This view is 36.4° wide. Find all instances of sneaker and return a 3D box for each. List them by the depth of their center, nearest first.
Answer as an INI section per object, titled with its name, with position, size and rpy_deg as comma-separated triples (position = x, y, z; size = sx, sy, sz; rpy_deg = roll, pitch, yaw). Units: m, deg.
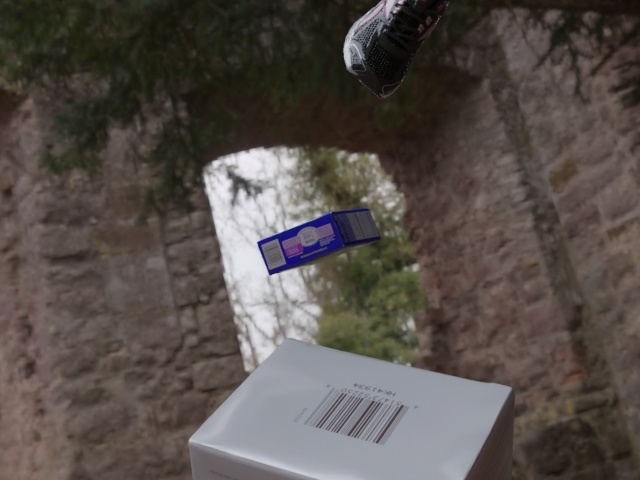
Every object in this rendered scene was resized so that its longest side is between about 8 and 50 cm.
[sneaker]
position = 0.083, -0.220, 0.943
size = 0.072, 0.178, 0.077
rpy_deg = 32, -31, -14

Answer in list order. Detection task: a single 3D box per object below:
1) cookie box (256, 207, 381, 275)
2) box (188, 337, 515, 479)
[cookie box]
position = 0.000, 0.000, 1.016
size = 0.092, 0.040, 0.107
rpy_deg = -21, -5, 23
[box]
position = 0.036, 0.287, 0.833
size = 0.215, 0.345, 0.168
rpy_deg = 10, 29, 24
